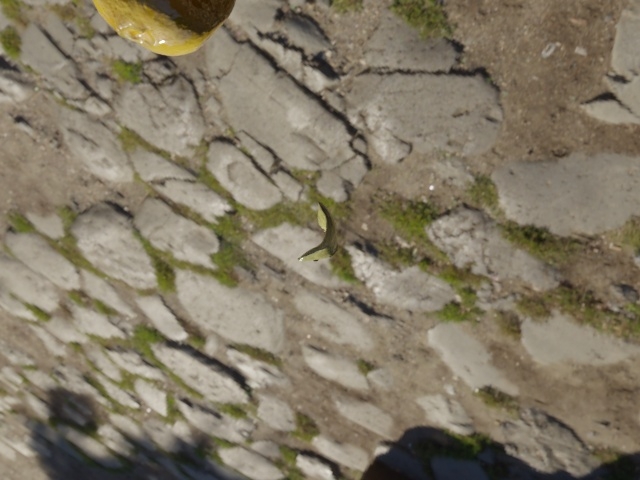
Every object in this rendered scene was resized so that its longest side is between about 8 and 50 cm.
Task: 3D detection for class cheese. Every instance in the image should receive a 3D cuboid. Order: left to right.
[{"bbox_3d":[0.001,0.001,0.990,0.041,0.084,0.060,21,152,9],"label":"cheese"}]

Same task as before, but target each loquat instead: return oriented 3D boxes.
[{"bbox_3d":[-0.136,-0.235,0.692,0.137,0.137,0.113,40,168,-13],"label":"loquat"}]
